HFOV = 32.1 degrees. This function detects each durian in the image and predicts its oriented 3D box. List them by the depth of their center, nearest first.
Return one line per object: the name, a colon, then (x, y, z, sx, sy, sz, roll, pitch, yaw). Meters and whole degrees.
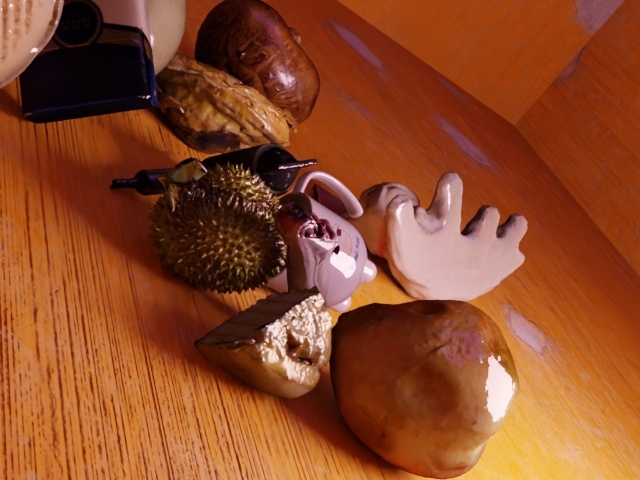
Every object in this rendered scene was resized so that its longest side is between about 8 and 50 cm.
durian: (-0.123, -0.007, 1.359, 0.198, 0.146, 0.159, -7, 63, -55)

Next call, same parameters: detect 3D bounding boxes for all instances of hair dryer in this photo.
hair dryer: (-0.156, -0.082, 1.481, 0.248, 0.195, 0.078, -9, 90, -39)

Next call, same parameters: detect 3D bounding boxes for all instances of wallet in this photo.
wallet: (0.068, -0.024, 1.962, 0.196, 0.020, 0.103, 33, 19, -23)

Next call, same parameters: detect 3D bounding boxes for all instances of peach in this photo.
peach: (0.117, 0.162, 1.332, 0.235, 0.214, 0.214, 33, 18, 0)

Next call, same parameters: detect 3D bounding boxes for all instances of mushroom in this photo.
mushroom: (-0.115, -0.304, 1.951, 0.253, 0.253, 0.153, 42, 60, 4)

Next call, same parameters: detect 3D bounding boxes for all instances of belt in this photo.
belt: (-0.014, 0.053, 1.342, 0.071, 0.232, 0.053, -14, 41, -14)

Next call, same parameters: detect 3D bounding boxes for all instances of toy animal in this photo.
toy animal: (0.195, -0.009, 1.909, 0.308, 0.188, 0.266, -31, 113, -36)

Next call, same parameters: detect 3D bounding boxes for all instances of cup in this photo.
cup: (-0.008, 0.009, 1.537, 0.142, 0.134, 0.173, 30, 33, -32)

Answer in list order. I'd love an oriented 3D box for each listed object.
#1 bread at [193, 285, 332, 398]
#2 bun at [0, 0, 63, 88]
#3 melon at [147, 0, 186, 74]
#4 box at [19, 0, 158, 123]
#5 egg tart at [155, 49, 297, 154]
bread: (-0.055, 0.127, 1.248, 0.156, 0.110, 0.103, -27, 20, -38)
bun: (-0.420, -0.292, 1.207, 0.287, 0.287, 0.146, 23, 30, -42)
melon: (-0.317, -0.351, 1.594, 0.271, 0.271, 0.308, 18, 60, -49)
box: (-0.304, -0.285, 1.418, 0.071, 0.168, 0.259, 57, 25, -81)
egg tart: (-0.181, -0.214, 1.770, 0.297, 0.132, 0.297, 33, 5, -3)
